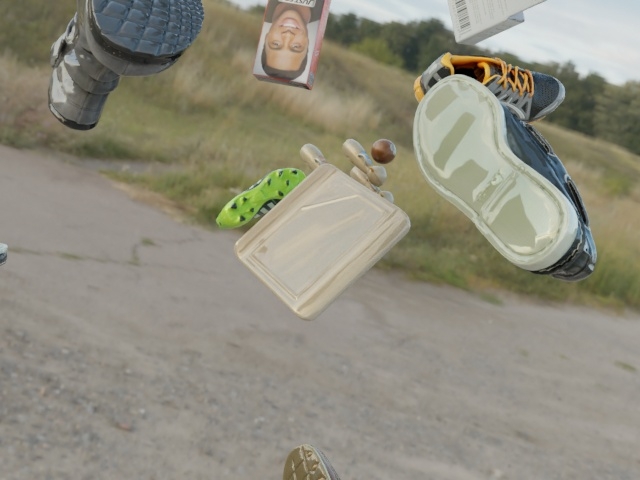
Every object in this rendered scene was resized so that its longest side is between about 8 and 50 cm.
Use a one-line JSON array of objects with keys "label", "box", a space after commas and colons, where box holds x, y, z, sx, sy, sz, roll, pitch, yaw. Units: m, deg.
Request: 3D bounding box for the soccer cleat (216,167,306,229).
[{"label": "soccer cleat", "box": [-0.100, -0.071, 1.635, 0.179, 0.060, 0.072, -30, 4, -32]}]

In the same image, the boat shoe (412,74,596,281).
[{"label": "boat shoe", "box": [0.216, -0.072, 1.127, 0.113, 0.127, 0.340, 29, 17, -36]}]

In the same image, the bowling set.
[{"label": "bowling set", "box": [0.095, -0.122, 2.010, 0.154, 0.200, 0.287, 51, -4, 32]}]

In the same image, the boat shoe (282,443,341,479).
[{"label": "boat shoe", "box": [0.015, 0.296, 1.003, 0.060, 0.064, 0.178, 11, 50, -56]}]

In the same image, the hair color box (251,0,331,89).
[{"label": "hair color box", "box": [-0.032, -0.261, 1.191, 0.072, 0.141, 0.043, 11, 0, 8]}]

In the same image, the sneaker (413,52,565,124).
[{"label": "sneaker", "box": [0.241, -0.212, 1.339, 0.215, 0.084, 0.083, 0, -26, -15]}]

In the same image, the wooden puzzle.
[{"label": "wooden puzzle", "box": [0.000, 0.000, 1.510, 0.239, 0.221, 0.044, 40, -10, 49]}]

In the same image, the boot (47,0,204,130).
[{"label": "boot", "box": [-0.227, -0.203, 1.058, 0.118, 0.222, 0.338, 23, 29, -20]}]

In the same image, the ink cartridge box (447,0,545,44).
[{"label": "ink cartridge box", "box": [0.323, -0.525, 1.762, 0.060, 0.275, 0.239, -5, -8, -44]}]

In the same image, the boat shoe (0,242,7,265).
[{"label": "boat shoe", "box": [-0.640, 0.046, 1.679, 0.228, 0.068, 0.081, -5, 9, 12]}]
